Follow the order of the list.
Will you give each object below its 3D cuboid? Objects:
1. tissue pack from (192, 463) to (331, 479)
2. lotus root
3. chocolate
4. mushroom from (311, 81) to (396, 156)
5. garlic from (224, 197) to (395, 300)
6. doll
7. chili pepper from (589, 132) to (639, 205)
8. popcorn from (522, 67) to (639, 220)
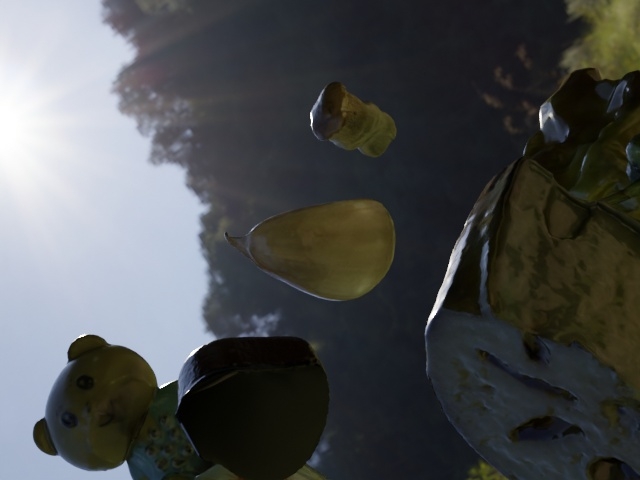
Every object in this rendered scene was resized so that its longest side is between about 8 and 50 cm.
[{"bbox_3d":[0.010,0.403,1.289,0.388,0.162,0.287,32,-167,14],"label":"tissue pack"},{"bbox_3d":[0.160,0.073,0.586,0.235,0.138,0.119,30,-129,12],"label":"lotus root"},{"bbox_3d":[-0.060,0.125,0.981,0.148,0.125,0.080,35,-169,-35],"label":"chocolate"},{"bbox_3d":[0.042,-0.128,1.259,0.054,0.059,0.202,43,-168,17],"label":"mushroom"},{"bbox_3d":[0.005,0.004,1.602,0.245,0.145,0.164,-4,-160,-42],"label":"garlic"},{"bbox_3d":[-0.251,0.249,1.579,0.260,0.177,0.161,21,176,2],"label":"doll"},{"bbox_3d":[0.259,-0.061,0.767,0.072,0.204,0.073,-98,-18,-45],"label":"chili pepper"},{"bbox_3d":[0.261,-0.037,0.946,0.237,0.206,0.251,-19,-117,-41],"label":"popcorn"}]
